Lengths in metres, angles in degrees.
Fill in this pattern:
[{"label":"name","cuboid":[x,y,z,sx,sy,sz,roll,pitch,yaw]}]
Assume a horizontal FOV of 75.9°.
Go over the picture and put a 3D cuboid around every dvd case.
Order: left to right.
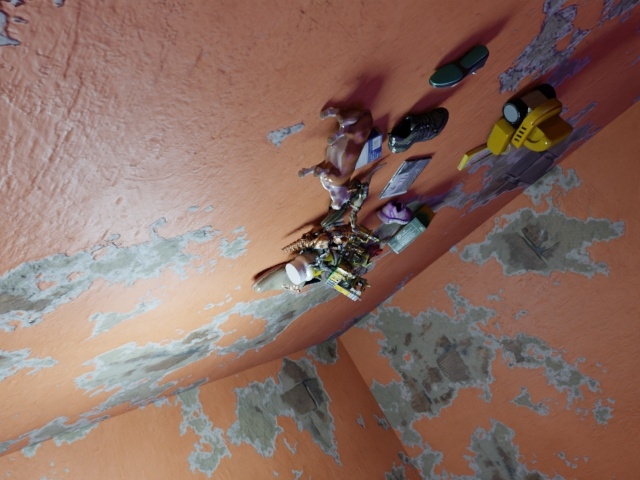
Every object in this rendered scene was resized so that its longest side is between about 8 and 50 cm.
[{"label":"dvd case","cuboid":[0.354,-0.260,1.723,0.164,0.018,0.221,-16,153,-36]}]

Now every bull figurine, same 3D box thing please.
[{"label":"bull figurine","cuboid":[0.050,-0.236,1.189,0.188,0.101,0.310,-9,128,-44]}]

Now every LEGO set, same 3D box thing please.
[{"label":"LEGO set","cuboid":[0.179,0.112,1.842,0.331,0.192,0.255,-59,-179,-38]}]

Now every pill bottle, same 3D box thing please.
[{"label":"pill bottle","cuboid":[-0.040,0.102,1.797,0.208,0.119,0.119,-28,159,-31]}]

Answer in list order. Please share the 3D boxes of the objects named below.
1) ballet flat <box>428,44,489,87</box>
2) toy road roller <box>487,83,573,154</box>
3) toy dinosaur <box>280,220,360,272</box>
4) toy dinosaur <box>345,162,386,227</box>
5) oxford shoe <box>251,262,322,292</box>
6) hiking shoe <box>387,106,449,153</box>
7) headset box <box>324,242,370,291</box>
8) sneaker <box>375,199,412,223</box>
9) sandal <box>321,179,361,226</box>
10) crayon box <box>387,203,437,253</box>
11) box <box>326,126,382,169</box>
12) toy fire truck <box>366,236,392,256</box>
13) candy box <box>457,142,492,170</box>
[{"label":"ballet flat","cuboid":[0.412,-0.500,1.224,0.203,0.074,0.074,-34,159,-2]},{"label":"toy road roller","cuboid":[0.880,-0.456,1.717,0.202,0.241,0.329,-28,158,-10]},{"label":"toy dinosaur","cuboid":[0.000,0.000,1.667,0.321,0.164,0.218,5,140,-10]},{"label":"toy dinosaur","cuboid":[0.149,-0.172,1.495,0.268,0.064,0.118,-62,160,17]},{"label":"oxford shoe","cuboid":[-0.139,0.178,1.837,0.348,0.130,0.123,-18,154,-33]},{"label":"hiking shoe","cuboid":[0.325,-0.374,1.348,0.227,0.086,0.114,-33,162,3]},{"label":"headset box","cuboid":[0.138,0.143,2.167,0.218,0.110,0.293,-29,158,-12]},{"label":"sneaker","cuboid":[0.365,-0.139,1.908,0.236,0.095,0.104,-6,139,-46]},{"label":"sandal","cuboid":[0.069,-0.144,1.543,0.219,0.060,0.090,-56,158,17]},{"label":"crayon box","cuboid":[0.476,-0.070,2.115,0.203,0.083,0.323,-46,175,30]},{"label":"box","cuboid":[0.096,-0.268,1.329,0.225,0.036,0.136,-30,158,-7]},{"label":"toy fire truck","cuboid":[0.337,0.035,2.294,0.135,0.047,0.192,-43,155,25]},{"label":"candy box","cuboid":[0.747,-0.405,1.937,0.205,0.027,0.105,-26,154,-16]}]
